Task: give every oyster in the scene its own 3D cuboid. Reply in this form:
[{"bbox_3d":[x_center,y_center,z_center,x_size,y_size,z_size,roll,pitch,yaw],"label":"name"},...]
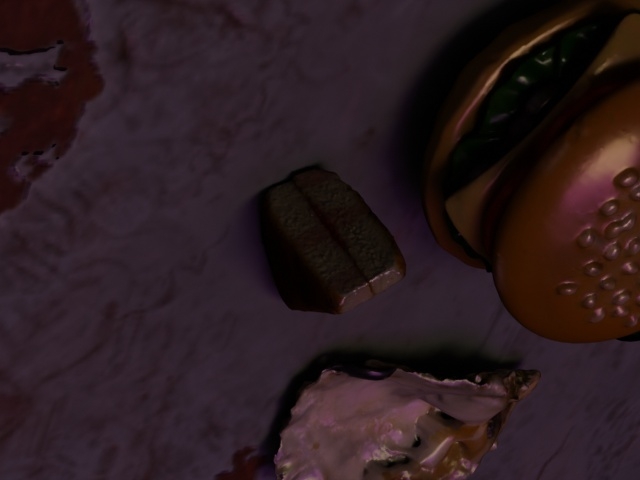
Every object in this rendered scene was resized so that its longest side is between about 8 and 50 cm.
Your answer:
[{"bbox_3d":[0.043,0.092,0.960,0.146,0.045,0.121,-31,144,2],"label":"oyster"}]

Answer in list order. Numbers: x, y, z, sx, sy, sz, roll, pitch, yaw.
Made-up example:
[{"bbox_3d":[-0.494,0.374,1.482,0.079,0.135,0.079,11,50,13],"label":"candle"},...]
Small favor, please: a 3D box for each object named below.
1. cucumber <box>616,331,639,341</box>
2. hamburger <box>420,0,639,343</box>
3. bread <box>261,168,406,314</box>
[{"bbox_3d":[0.213,-0.039,0.953,0.115,0.063,0.243,-1,130,-36],"label":"cucumber"},{"bbox_3d":[0.126,-0.033,0.847,0.162,0.115,0.162,-21,137,-21],"label":"hamburger"},{"bbox_3d":[0.000,0.000,0.838,0.043,0.062,0.109,-25,-179,-13],"label":"bread"}]
